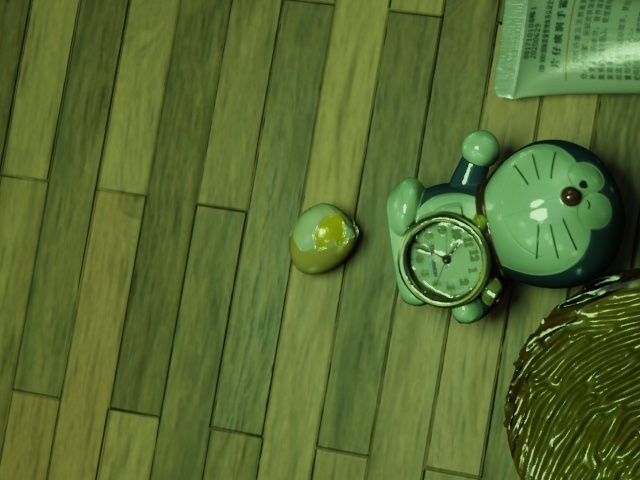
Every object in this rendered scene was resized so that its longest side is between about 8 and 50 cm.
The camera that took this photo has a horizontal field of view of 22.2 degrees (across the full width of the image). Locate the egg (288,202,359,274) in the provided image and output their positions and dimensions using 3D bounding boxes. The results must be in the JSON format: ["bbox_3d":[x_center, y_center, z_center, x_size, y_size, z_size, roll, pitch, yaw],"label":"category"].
[{"bbox_3d":[0.000,0.000,1.806,0.071,0.071,0.083,42,100,14],"label":"egg"}]

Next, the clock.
[{"bbox_3d":[0.198,-0.021,1.722,0.243,0.146,0.199,-11,87,17],"label":"clock"}]

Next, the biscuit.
[{"bbox_3d":[0.345,0.174,1.674,0.318,0.040,0.318,-8,66,17],"label":"biscuit"}]

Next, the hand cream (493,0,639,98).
[{"bbox_3d":[0.339,-0.203,1.734,0.314,0.089,0.139,9,86,19],"label":"hand cream"}]
